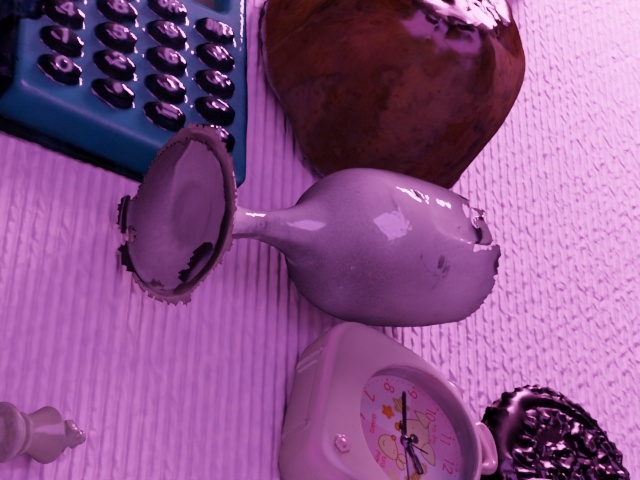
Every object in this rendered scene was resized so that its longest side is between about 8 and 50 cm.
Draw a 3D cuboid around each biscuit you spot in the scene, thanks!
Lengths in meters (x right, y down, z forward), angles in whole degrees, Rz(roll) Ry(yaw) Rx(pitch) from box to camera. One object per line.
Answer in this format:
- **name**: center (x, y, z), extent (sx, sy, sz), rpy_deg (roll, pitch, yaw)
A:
- **biscuit**: center (0.205, 0.214, 1.532), extent (0.195, 0.053, 0.194), rpy_deg (26, 46, -30)

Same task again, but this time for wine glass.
- **wine glass**: center (0.000, 0.000, 1.423), extent (0.321, 0.143, 0.143), rpy_deg (12, 53, -43)

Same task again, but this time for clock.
- **clock**: center (0.062, 0.165, 1.412), extent (0.191, 0.062, 0.151), rpy_deg (32, 46, -21)

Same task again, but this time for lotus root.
- **lotus root**: center (0.081, -0.174, 1.621), extent (0.272, 0.192, 0.272), rpy_deg (22, 45, -23)

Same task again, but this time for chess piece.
- **chess piece**: center (-0.216, 0.129, 1.177), extent (0.149, 0.059, 0.059), rpy_deg (14, 52, -47)

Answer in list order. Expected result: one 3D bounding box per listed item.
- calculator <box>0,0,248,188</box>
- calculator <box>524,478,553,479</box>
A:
- **calculator**: center (-0.165, -0.175, 1.458), extent (0.248, 0.058, 0.274), rpy_deg (23, 48, -31)
- **calculator**: center (0.184, 0.338, 1.388), extent (0.188, 0.042, 0.302), rpy_deg (18, 65, -37)
